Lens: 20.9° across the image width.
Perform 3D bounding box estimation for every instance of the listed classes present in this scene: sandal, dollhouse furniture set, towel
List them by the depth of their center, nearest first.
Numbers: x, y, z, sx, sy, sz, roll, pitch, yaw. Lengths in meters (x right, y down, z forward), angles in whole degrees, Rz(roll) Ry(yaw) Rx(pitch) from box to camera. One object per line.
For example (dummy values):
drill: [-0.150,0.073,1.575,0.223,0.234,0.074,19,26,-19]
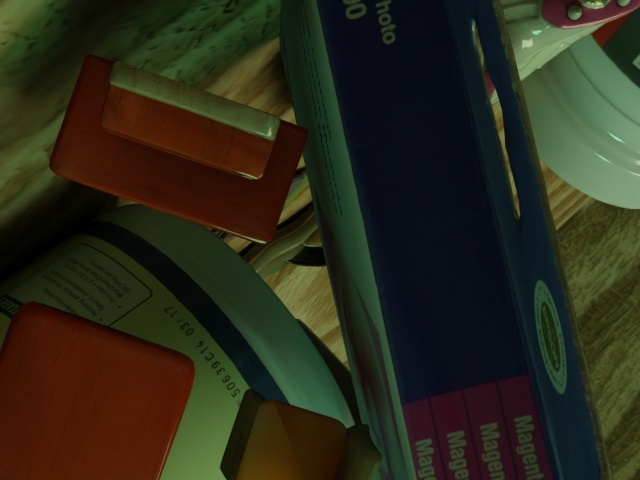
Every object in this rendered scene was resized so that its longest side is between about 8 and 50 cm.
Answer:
dollhouse furniture set: [-0.097,0.058,0.743,0.135,0.262,0.259,-145,-107,-85]
towel: [-0.040,-0.027,1.261,0.060,0.009,0.083,-47,168,28]
sandal: [0.000,0.000,1.399,0.180,0.049,0.072,-36,168,-25]

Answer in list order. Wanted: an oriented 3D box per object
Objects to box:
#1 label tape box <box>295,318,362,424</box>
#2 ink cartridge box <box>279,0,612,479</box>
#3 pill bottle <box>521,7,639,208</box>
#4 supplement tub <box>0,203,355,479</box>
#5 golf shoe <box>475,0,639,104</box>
label tape box: [-0.077,0.177,1.160,0.249,0.348,0.115,-30,143,-21]
ink cartridge box: [0.039,-0.012,0.798,0.071,0.324,0.330,-11,165,-3]
pill bottle: [0.293,-0.192,1.212,0.210,0.210,0.363,-30,165,-45]
supplement tub: [-0.162,0.154,0.956,0.325,0.235,0.235,-36,168,-24]
golf shoe: [0.104,-0.146,1.081,0.306,0.115,0.140,-36,-177,-9]
